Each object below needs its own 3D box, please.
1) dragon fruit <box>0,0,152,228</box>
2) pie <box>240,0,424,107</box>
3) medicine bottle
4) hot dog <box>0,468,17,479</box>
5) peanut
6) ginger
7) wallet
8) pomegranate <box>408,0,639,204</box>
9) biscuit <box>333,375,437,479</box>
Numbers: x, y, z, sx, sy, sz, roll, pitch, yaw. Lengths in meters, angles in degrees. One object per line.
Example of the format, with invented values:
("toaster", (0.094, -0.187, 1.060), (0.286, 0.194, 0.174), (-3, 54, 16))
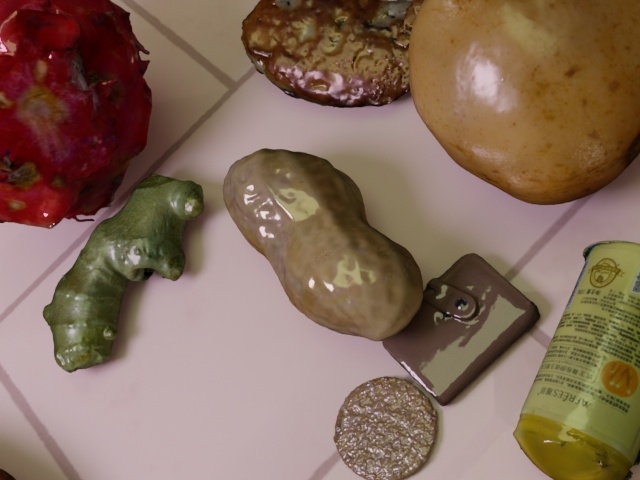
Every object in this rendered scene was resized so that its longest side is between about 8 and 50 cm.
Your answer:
("dragon fruit", (-0.361, -0.178, 1.174), (0.371, 0.386, 0.249), (-35, 39, -30))
("pie", (0.055, -0.303, 1.244), (0.308, 0.085, 0.308), (-7, 63, 14))
("medicine bottle", (0.279, 0.126, 0.915), (0.124, 0.124, 0.239), (18, 73, 29))
("hot dog", (-0.470, 0.360, 1.065), (0.387, 0.174, 0.267), (17, 70, 29))
("peanut", (0.000, 0.000, 1.077), (0.149, 0.149, 0.313), (-38, 51, 0))
("ginger", (-0.252, 0.035, 1.198), (0.137, 0.089, 0.290), (39, 79, 14))
("wallet", (0.152, 0.094, 1.030), (0.152, 0.039, 0.118), (-45, 59, -3))
("pomegranate", (0.243, -0.183, 1.004), (0.307, 0.307, 0.307), (-9, 61, 18))
("biscuit", (0.071, 0.205, 1.018), (0.120, 0.015, 0.120), (-9, 62, 17))
